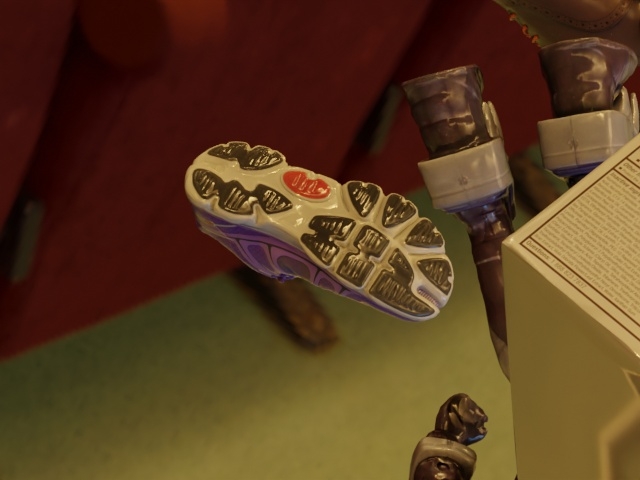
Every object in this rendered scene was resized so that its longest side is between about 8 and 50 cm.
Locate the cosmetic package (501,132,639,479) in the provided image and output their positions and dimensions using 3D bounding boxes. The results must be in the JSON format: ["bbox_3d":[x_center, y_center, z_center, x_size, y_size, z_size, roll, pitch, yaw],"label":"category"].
[{"bbox_3d":[0.108,0.056,0.568,0.099,0.239,0.060,-36,58,-18],"label":"cosmetic package"}]

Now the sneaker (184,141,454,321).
[{"bbox_3d":[0.000,0.000,1.136,0.170,0.071,0.068,28,60,17],"label":"sneaker"}]

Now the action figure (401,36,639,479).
[{"bbox_3d":[0.118,0.055,0.892,0.099,0.185,0.285,25,55,-76],"label":"action figure"}]

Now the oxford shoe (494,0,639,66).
[{"bbox_3d":[0.176,-0.180,1.506,0.271,0.098,0.097,17,13,13],"label":"oxford shoe"}]
